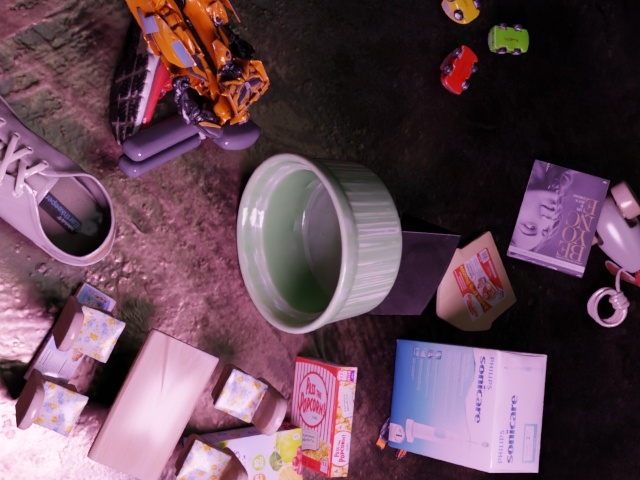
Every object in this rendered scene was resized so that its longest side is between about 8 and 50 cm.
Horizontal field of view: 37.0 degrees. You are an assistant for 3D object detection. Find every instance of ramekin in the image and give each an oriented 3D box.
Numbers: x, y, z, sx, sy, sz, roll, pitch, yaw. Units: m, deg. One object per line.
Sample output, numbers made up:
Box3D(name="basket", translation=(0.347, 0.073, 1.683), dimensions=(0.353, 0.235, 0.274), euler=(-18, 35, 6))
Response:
Box3D(name="ramekin", translation=(0.000, 0.000, 1.635), dimensions=(0.148, 0.303, 0.303), euler=(-5, 95, -38))

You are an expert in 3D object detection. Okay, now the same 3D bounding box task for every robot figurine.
Box3D(name="robot figurine", translation=(-0.185, -0.309, 1.526), dimensions=(0.291, 0.085, 0.211), euler=(58, 47, -27))

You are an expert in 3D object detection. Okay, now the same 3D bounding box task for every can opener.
Box3D(name="can opener", translation=(-0.209, -0.174, 1.581), dimensions=(0.093, 0.074, 0.280), euler=(42, 45, 20))

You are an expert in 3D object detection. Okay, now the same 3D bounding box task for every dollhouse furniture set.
Box3D(name="dollhouse furniture set", translation=(-0.284, 0.340, 1.443), dimensions=(0.362, 0.256, 0.394), euler=(28, 88, -20))

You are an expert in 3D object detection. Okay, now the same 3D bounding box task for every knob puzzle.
Box3D(name="knob puzzle", translation=(0.305, 0.101, 1.977), dimensions=(0.213, 0.030, 0.213), euler=(-2, 93, -32))

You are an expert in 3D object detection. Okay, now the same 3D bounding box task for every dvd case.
Box3D(name="dvd case", translation=(0.509, -0.048, 2.046), dimensions=(0.164, 0.018, 0.221), euler=(17, 82, 9))

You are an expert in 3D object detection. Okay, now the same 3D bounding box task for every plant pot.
Box3D(name="plant pot", translation=(0.122, 0.042, 1.784), dimensions=(0.188, 0.187, 0.167), euler=(2, 104, -32))

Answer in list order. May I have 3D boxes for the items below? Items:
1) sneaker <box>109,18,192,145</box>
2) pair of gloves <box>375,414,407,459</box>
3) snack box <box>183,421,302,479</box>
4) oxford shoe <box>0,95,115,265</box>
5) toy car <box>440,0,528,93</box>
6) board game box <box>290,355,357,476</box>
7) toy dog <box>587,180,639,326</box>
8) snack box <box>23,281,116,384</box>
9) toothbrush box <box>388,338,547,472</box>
Box3D(name="sneaker", translation=(-0.257, -0.277, 1.576), dimensions=(0.118, 0.107, 0.279), euler=(22, 83, -40))
Box3D(name="pair of gloves", translation=(0.150, 0.392, 1.903), dimensions=(0.083, 0.010, 0.074), euler=(37, 70, -26))
Box3D(name="snack box", translation=(-0.135, 0.425, 1.695), dimensions=(0.207, 0.070, 0.174), euler=(-4, 94, -30))
Box3D(name="oxford shoe", translation=(-0.478, -0.118, 1.430), dimensions=(0.449, 0.130, 0.169), euler=(42, 73, -25))
Box3D(name="toy car", translation=(0.330, -0.414, 1.959), dimensions=(0.225, 0.053, 0.239), euler=(-1, 93, -32))
Box3D(name="board game box", translation=(0.001, 0.314, 1.730), dimensions=(0.045, 0.147, 0.193), euler=(6, 88, -32))
Box3D(name="toy dog", translation=(0.688, 0.014, 2.142), dimensions=(0.161, 0.220, 0.333), euler=(-55, 130, -62))
Box3D(name="snack box", translation=(-0.404, 0.159, 1.546), dimensions=(0.064, 0.022, 0.178), euler=(36, 74, -26))
Box3D(name="toothbrush box", translation=(0.271, 0.305, 1.802), dimensions=(0.126, 0.295, 0.216), euler=(9, 83, -32))
